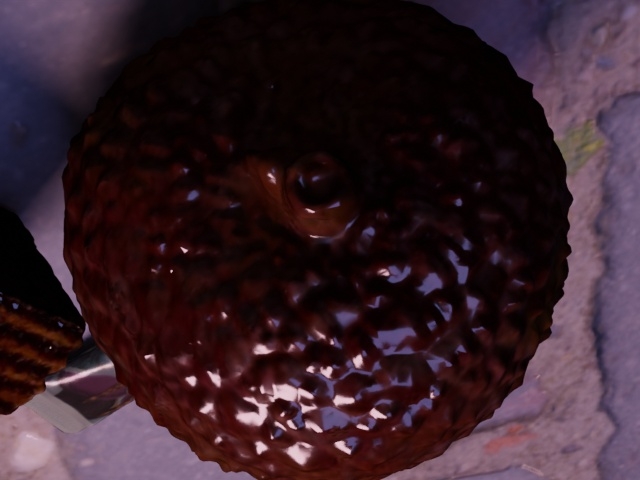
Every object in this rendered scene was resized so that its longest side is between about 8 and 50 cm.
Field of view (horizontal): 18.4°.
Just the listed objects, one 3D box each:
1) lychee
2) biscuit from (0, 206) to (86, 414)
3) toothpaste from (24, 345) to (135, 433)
[{"bbox_3d":[0.000,0.000,0.994,0.260,0.260,0.260,-13,135,-14],"label":"lychee"},{"bbox_3d":[-0.271,-0.020,0.920,0.073,0.107,0.388,-48,138,12],"label":"biscuit"},{"bbox_3d":[-0.076,0.051,1.156,0.216,0.037,0.062,-31,138,12],"label":"toothpaste"}]
